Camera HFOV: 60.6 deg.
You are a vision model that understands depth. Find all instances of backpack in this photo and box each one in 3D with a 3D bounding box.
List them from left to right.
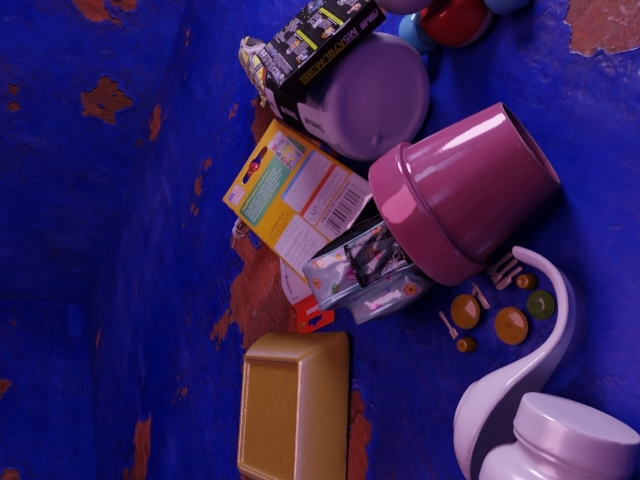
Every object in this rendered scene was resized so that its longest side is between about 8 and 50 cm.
[{"bbox_3d":[0.074,0.047,0.822,0.188,0.166,0.145,-20,85,19],"label":"backpack"}]

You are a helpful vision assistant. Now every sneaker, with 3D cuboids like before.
[{"bbox_3d":[-0.121,-0.397,1.336,0.384,0.145,0.147,43,116,56],"label":"sneaker"}]

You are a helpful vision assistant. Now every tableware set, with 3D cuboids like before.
[{"bbox_3d":[0.233,0.096,0.728,0.154,0.024,0.104,-51,50,34],"label":"tableware set"}]

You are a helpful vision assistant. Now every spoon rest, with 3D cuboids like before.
[{"bbox_3d":[0.226,0.149,0.629,0.084,0.137,0.277,16,89,41],"label":"spoon rest"}]

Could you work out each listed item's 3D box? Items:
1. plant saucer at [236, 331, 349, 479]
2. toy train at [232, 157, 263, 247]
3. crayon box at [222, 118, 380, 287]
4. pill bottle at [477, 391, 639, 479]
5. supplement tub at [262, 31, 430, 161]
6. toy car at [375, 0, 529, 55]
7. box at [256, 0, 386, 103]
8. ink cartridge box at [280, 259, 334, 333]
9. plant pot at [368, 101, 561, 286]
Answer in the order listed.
[{"bbox_3d":[-0.074,0.347,1.078,0.332,0.080,0.333,-16,69,56],"label":"plant saucer"},{"bbox_3d":[-0.128,-0.053,1.291,0.143,0.105,0.248,41,116,40],"label":"toy train"},{"bbox_3d":[-0.031,-0.072,1.033,0.323,0.083,0.203,41,101,39],"label":"crayon box"},{"bbox_3d":[0.225,0.304,0.553,0.152,0.152,0.272,20,97,58],"label":"pill bottle"},{"bbox_3d":[0.026,-0.281,1.003,0.338,0.207,0.207,40,114,55],"label":"supplement tub"},{"bbox_3d":[0.147,-0.409,0.806,0.219,0.237,0.211,-4,87,57],"label":"toy car"},{"bbox_3d":[-0.008,-0.318,0.859,0.184,0.045,0.191,-39,35,8],"label":"box"},{"bbox_3d":[-0.032,0.096,1.131,0.145,0.045,0.180,-34,50,49],"label":"ink cartridge box"},{"bbox_3d":[0.192,-0.071,0.705,0.180,0.201,0.201,-37,49,27],"label":"plant pot"}]
